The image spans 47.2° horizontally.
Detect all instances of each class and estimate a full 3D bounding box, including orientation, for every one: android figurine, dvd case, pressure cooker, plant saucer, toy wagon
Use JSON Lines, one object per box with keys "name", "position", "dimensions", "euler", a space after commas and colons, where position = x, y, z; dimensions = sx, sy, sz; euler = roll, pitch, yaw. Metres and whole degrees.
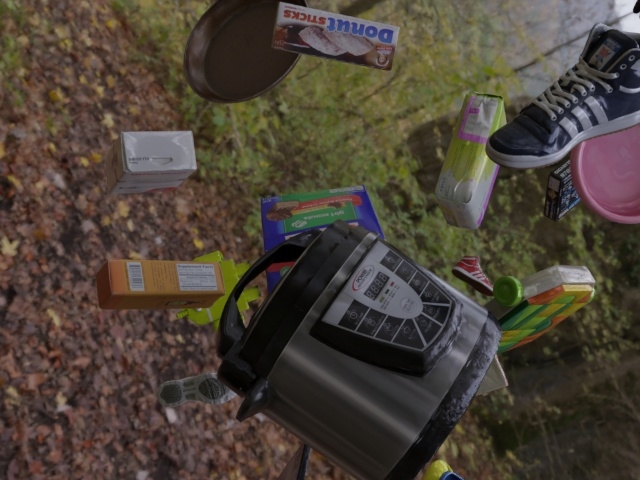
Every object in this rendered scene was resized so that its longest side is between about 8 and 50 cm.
{"name": "android figurine", "position": [-0.330, 0.163, 2.286], "dimensions": [0.056, 0.272, 0.248], "euler": [107, -35, -79]}
{"name": "dvd case", "position": [-0.088, 0.659, 1.937], "dimensions": [0.022, 0.253, 0.180], "euler": [23, 41, -6]}
{"name": "pressure cooker", "position": [0.041, 0.175, 1.242], "dimensions": [0.420, 0.375, 0.370], "euler": [34, 7, 8]}
{"name": "plant saucer", "position": [-0.155, -0.424, 1.592], "dimensions": [0.050, 0.310, 0.311], "euler": [40, 34, -58]}
{"name": "toy wagon", "position": [0.383, 0.159, 1.465], "dimensions": [0.267, 0.344, 0.068], "euler": [3, 52, -40]}
{"name": "plant saucer", "position": [0.803, -0.211, 1.924], "dimensions": [0.332, 0.332, 0.084], "euler": [66, -6, -9]}

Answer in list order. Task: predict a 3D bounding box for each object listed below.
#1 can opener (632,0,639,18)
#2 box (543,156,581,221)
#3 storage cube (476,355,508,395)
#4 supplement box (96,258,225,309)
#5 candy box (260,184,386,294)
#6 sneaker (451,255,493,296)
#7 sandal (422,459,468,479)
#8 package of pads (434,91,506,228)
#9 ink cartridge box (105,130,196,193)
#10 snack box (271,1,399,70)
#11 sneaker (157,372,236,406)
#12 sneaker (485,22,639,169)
{"name": "can opener", "position": [0.653, -0.507, 1.385], "dimensions": [0.186, 0.073, 0.059], "euler": [113, -20, -47]}
{"name": "box", "position": [0.760, -0.182, 2.177], "dimensions": [0.051, 0.220, 0.175], "euler": [40, -24, 35]}
{"name": "storage cube", "position": [0.312, 0.269, 1.728], "dimensions": [0.193, 0.215, 0.184], "euler": [-9, 80, -85]}
{"name": "supplement box", "position": [-0.307, 0.086, 1.418], "dimensions": [0.233, 0.078, 0.080], "euler": [5, 61, -35]}
{"name": "candy box", "position": [0.000, 0.000, 1.692], "dimensions": [0.317, 0.268, 0.122], "euler": [-103, -175, -60]}
{"name": "sneaker", "position": [0.384, 0.082, 1.775], "dimensions": [0.067, 0.118, 0.042], "euler": [-50, 168, -29]}
{"name": "sandal", "position": [0.388, 0.709, 1.961], "dimensions": [0.126, 0.138, 0.317], "euler": [-56, 133, -11]}
{"name": "package of pads", "position": [0.383, -0.196, 1.826], "dimensions": [0.297, 0.101, 0.229], "euler": [-71, 158, -10]}
{"name": "ink cartridge box", "position": [-0.479, -0.215, 2.046], "dimensions": [0.197, 0.273, 0.114], "euler": [-5, 84, -26]}
{"name": "snack box", "position": [0.022, -0.293, 1.055], "dimensions": [0.022, 0.178, 0.064], "euler": [-135, -126, -75]}
{"name": "sneaker", "position": [-0.337, 0.413, 2.070], "dimensions": [0.115, 0.232, 0.090], "euler": [7, 79, -83]}
{"name": "sneaker", "position": [0.364, -0.212, 1.052], "dimensions": [0.099, 0.282, 0.153], "euler": [55, -20, 40]}
